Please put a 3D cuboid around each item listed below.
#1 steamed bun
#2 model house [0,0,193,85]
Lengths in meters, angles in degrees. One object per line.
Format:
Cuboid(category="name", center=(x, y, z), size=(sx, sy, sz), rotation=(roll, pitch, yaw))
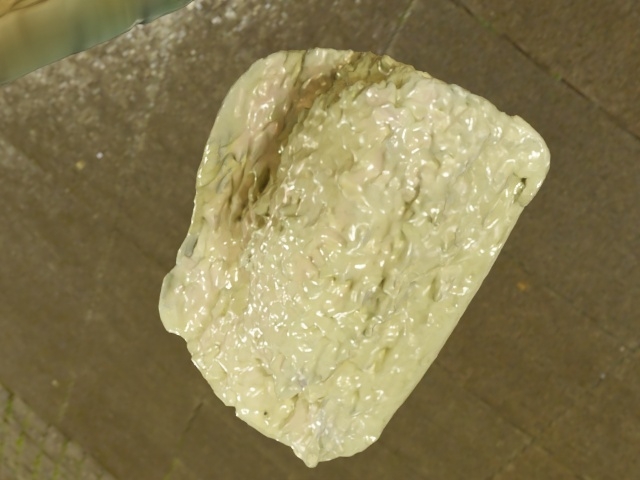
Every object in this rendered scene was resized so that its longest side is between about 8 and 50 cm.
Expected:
Cuboid(category="steamed bun", center=(0.000, 0.000, 0.676), size=(0.170, 0.225, 0.200), rotation=(25, -173, -14))
Cuboid(category="model house", center=(-0.223, -0.300, 0.610), size=(0.400, 0.395, 0.445), rotation=(-24, 101, 51))
